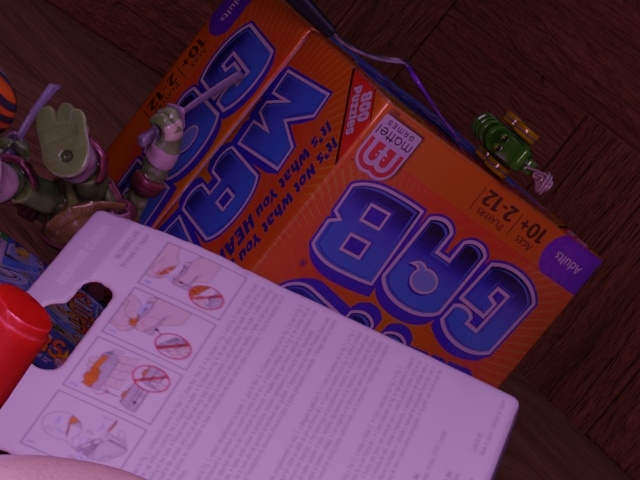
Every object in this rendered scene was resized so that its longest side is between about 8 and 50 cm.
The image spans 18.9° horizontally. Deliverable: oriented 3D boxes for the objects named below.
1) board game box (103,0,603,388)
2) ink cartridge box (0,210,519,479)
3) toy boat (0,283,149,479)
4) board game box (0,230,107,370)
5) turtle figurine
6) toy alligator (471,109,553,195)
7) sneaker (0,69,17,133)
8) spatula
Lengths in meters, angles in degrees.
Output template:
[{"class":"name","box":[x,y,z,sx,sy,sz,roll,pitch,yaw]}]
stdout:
[{"class":"board game box","box":[0.000,0.000,2.053,0.356,0.356,0.356,33,9,-37]},{"class":"ink cartridge box","box":[-0.065,0.154,1.451,0.385,0.091,0.308,24,35,6]},{"class":"toy boat","box":[-0.163,0.173,1.090,0.267,0.148,0.318,24,23,-48]},{"class":"board game box","box":[-0.251,0.060,1.697,0.136,0.035,0.201,37,7,-13]},{"class":"turtle figurine","box":[-0.242,-0.095,1.856,0.198,0.275,0.266,22,-3,17]},{"class":"toy alligator","box":[0.185,-0.095,1.913,0.051,0.056,0.190,37,9,-20]},{"class":"sneaker","box":[-0.390,-0.113,1.841,0.321,0.124,0.180,10,31,-53]},{"class":"spatula","box":[0.034,-0.197,1.893,0.296,0.030,0.084,37,10,-16]}]
